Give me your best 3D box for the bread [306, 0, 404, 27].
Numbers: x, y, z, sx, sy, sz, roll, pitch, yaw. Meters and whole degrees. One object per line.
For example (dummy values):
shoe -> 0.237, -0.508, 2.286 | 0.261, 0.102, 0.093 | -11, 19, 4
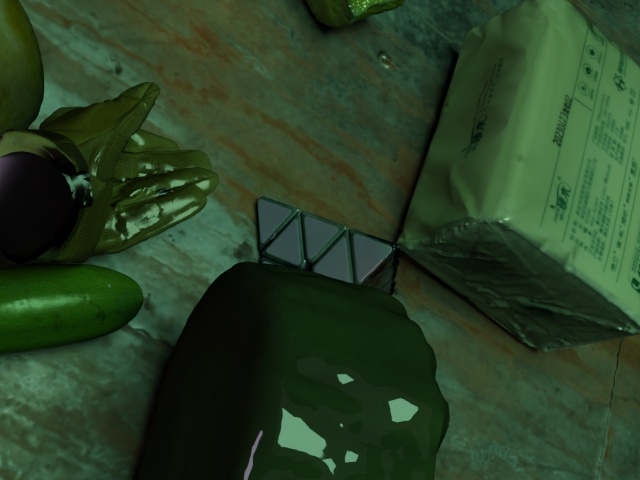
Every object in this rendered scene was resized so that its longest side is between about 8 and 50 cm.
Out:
bread -> 0.040, -0.340, 1.346 | 0.114, 0.111, 0.129 | -35, 111, -33

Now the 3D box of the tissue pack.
tissue pack -> 0.297, -0.086, 1.378 | 0.297, 0.207, 0.380 | 35, 58, -23

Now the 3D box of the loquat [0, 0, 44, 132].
loquat -> -0.353, -0.177, 0.980 | 0.179, 0.179, 0.227 | -39, 107, -37

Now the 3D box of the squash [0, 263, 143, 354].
squash -> -0.304, 0.068, 0.985 | 0.292, 0.082, 0.082 | -7, 79, -37

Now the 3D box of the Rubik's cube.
Rubik's cube -> 0.000, 0.000, 1.195 | 0.178, 0.190, 0.211 | 49, 47, 10

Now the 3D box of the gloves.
gloves -> -0.219, -0.062, 1.031 | 0.154, 0.141, 0.331 | 62, 18, -3

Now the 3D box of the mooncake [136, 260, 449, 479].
mooncake -> -0.036, 0.199, 0.958 | 0.194, 0.356, 0.356 | 21, 63, -20
